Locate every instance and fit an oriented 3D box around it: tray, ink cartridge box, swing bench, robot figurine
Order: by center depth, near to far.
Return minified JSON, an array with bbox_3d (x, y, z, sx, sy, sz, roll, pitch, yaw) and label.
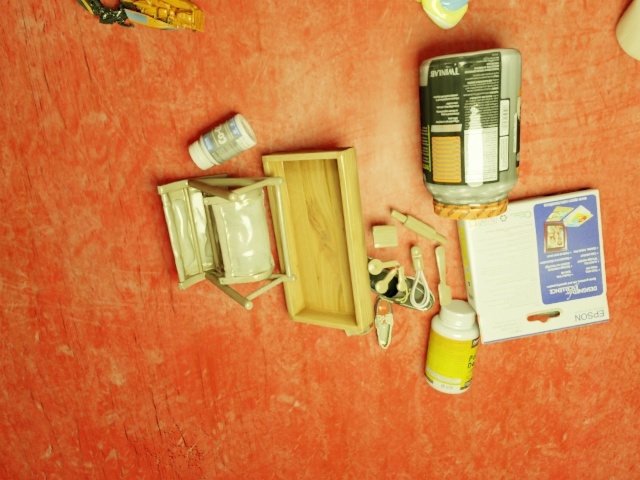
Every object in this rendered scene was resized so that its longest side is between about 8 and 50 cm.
[{"bbox_3d":[-0.373,-0.537,0.900,0.291,0.085,0.211,14,108,-1],"label":"robot figurine"},{"bbox_3d":[-0.212,-0.012,1.012,0.255,0.165,0.253,9,114,36],"label":"swing bench"},{"bbox_3d":[0.484,0.056,1.016,0.303,0.072,0.307,-10,100,-1],"label":"ink cartridge box"},{"bbox_3d":[0.000,0.000,1.025,0.203,0.076,0.411,3,110,31],"label":"tray"}]

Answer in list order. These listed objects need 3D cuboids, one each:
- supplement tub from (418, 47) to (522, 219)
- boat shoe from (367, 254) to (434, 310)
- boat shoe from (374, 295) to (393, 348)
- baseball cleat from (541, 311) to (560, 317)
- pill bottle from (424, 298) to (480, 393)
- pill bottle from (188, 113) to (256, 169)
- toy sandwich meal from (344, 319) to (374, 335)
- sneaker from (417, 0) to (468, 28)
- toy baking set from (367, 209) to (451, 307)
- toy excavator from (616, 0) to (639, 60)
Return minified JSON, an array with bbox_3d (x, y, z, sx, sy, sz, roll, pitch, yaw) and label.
[{"bbox_3d":[0.303,-0.213,0.908,0.193,0.193,0.316,-4,109,5],"label":"supplement tub"},{"bbox_3d":[0.181,0.117,1.091,0.228,0.068,0.081,28,108,-6],"label":"boat shoe"},{"bbox_3d":[0.162,0.208,1.138,0.049,0.043,0.137,-1,107,6],"label":"boat shoe"},{"bbox_3d":[0.526,0.134,1.075,0.206,0.072,0.109,-6,102,2],"label":"baseball cleat"},{"bbox_3d":[0.328,0.260,1.104,0.117,0.117,0.215,3,109,3],"label":"pill bottle"},{"bbox_3d":[-0.221,-0.219,1.000,0.137,0.078,0.078,-27,105,11],"label":"pill bottle"},{"bbox_3d":[0.098,0.215,1.150,0.085,0.029,0.085,1,109,3],"label":"toy sandwich meal"},{"bbox_3d":[0.205,-0.531,0.853,0.240,0.091,0.126,34,124,-17],"label":"sneaker"},{"bbox_3d":[0.217,0.049,1.049,0.256,0.030,0.197,22,85,-17],"label":"toy baking set"},{"bbox_3d":[0.859,-0.360,0.822,0.433,0.222,0.445,-29,73,-2],"label":"toy excavator"}]
